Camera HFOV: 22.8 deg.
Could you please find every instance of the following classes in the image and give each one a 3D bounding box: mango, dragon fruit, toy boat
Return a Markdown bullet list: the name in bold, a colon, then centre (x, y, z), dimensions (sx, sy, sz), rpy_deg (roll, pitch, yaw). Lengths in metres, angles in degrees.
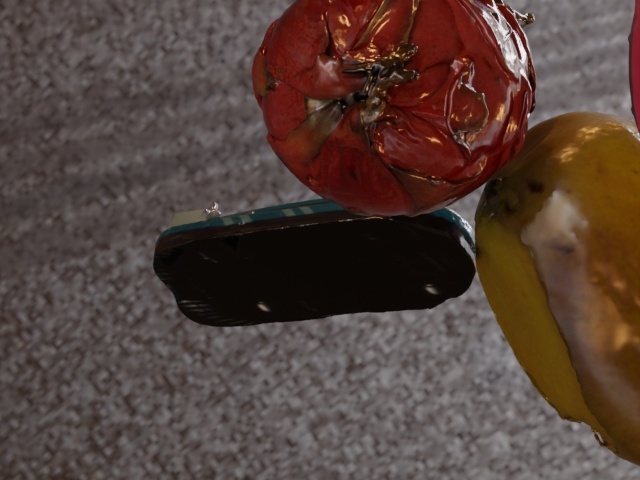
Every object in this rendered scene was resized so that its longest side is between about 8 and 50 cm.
- **mango**: centre (0.205, 0.039, 1.066), dimensions (0.130, 0.167, 0.262), rpy_deg (-146, -145, -78)
- **dragon fruit**: centre (0.045, -0.098, 0.984), dimensions (0.172, 0.172, 0.209), rpy_deg (58, 32, 7)
- **toy boat**: centre (0.000, 0.000, 1.452), dimensions (0.134, 0.298, 0.092), rpy_deg (65, 26, -42)

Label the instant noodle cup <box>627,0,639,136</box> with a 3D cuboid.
- **instant noodle cup**: centre (0.233, -0.067, 0.607), dimensions (0.258, 0.181, 0.302), rpy_deg (-7, 101, -20)
